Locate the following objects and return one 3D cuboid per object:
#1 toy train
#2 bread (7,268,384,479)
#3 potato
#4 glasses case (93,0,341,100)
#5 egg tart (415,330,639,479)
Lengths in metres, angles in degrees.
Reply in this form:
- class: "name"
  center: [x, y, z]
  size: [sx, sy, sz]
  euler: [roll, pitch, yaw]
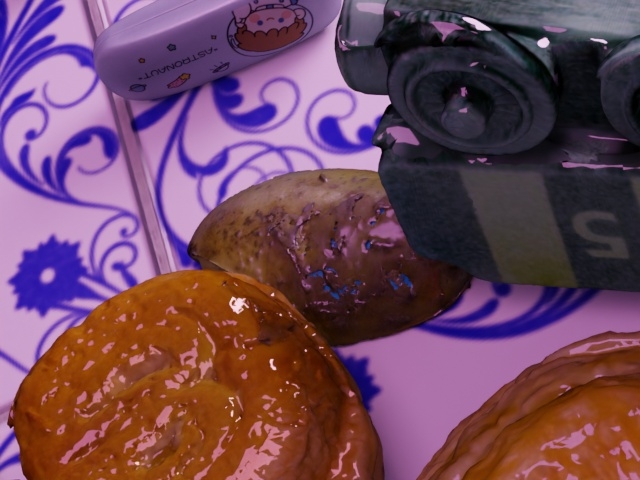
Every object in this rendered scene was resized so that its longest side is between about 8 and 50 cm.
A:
- class: "toy train"
  center: [0.166, -0.085, 1.027]
  size: [0.299, 0.238, 0.167]
  euler: [5, 54, 25]
- class: "bread"
  center: [-0.073, 0.122, 1.099]
  size: [0.198, 0.120, 0.236]
  euler: [-39, 55, -1]
- class: "potato"
  center: [0.000, 0.000, 1.174]
  size: [0.198, 0.054, 0.119]
  euler: [13, 73, 30]
- class: "glasses case"
  center: [-0.071, -0.146, 1.275]
  size: [0.178, 0.067, 0.045]
  euler: [-22, 55, 13]
- class: "egg tart"
  center: [0.162, 0.175, 0.959]
  size: [0.319, 0.128, 0.319]
  euler: [-10, 60, 17]
